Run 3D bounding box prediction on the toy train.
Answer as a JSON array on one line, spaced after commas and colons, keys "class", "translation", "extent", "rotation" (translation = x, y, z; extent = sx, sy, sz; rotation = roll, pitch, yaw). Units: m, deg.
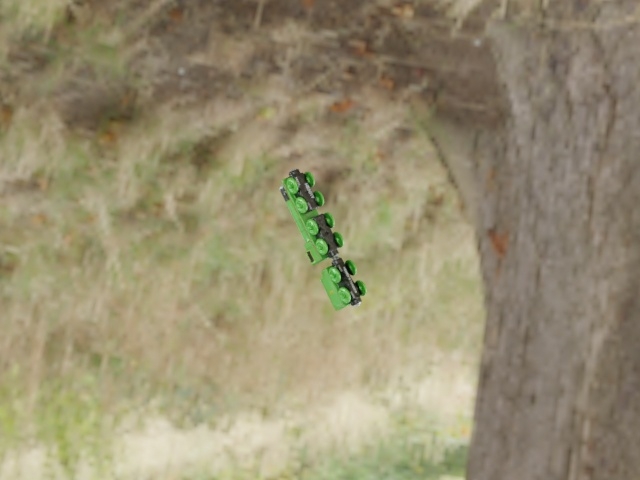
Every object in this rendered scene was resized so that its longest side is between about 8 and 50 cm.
[{"class": "toy train", "translation": [0.000, 0.000, 0.861], "extent": [0.017, 0.083, 0.024], "rotation": [-22, 174, -34]}]
